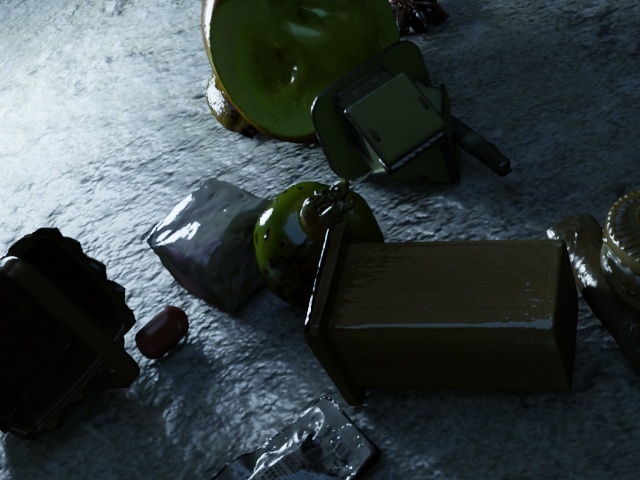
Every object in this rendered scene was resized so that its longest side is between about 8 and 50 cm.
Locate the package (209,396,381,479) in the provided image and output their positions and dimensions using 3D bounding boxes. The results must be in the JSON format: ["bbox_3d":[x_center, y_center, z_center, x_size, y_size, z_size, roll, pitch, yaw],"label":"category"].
[{"bbox_3d":[-0.050,0.309,1.413,0.239,0.030,0.154,-35,39,-10],"label":"package"}]

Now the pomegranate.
[{"bbox_3d":[0.011,-0.006,1.587,0.246,0.198,0.198,-50,21,40],"label":"pomegranate"}]

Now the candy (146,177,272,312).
[{"bbox_3d":[-0.154,0.002,1.744,0.185,0.137,0.195,-44,39,-20],"label":"candy"}]

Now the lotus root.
[{"bbox_3d":[-0.166,-0.269,2.102,0.108,0.094,0.191,-48,36,29],"label":"lotus root"}]

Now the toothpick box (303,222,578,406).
[{"bbox_3d":[0.165,0.096,1.404,0.308,0.190,0.188,-2,50,22],"label":"toothpick box"}]

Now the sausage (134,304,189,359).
[{"bbox_3d":[-0.246,0.145,1.698,0.054,0.059,0.094,45,71,6],"label":"sausage"}]

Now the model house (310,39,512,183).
[{"bbox_3d":[0.151,-0.146,1.703,0.218,0.205,0.279,-34,46,-8],"label":"model house"}]

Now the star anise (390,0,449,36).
[{"bbox_3d":[0.172,-0.444,2.126,0.167,0.057,0.168,-17,39,15],"label":"star anise"}]

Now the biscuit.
[{"bbox_3d":[0.469,0.020,1.346,0.259,0.079,0.259,2,34,-2],"label":"biscuit"}]

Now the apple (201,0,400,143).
[{"bbox_3d":[-0.033,-0.374,1.932,0.374,0.374,0.384,-32,40,-6],"label":"apple"}]

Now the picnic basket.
[{"bbox_3d":[-0.426,0.137,1.624,0.321,0.254,0.291,-13,34,54],"label":"picnic basket"}]

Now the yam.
[{"bbox_3d":[0.388,0.085,1.379,0.081,0.081,0.357,-26,39,2],"label":"yam"}]
